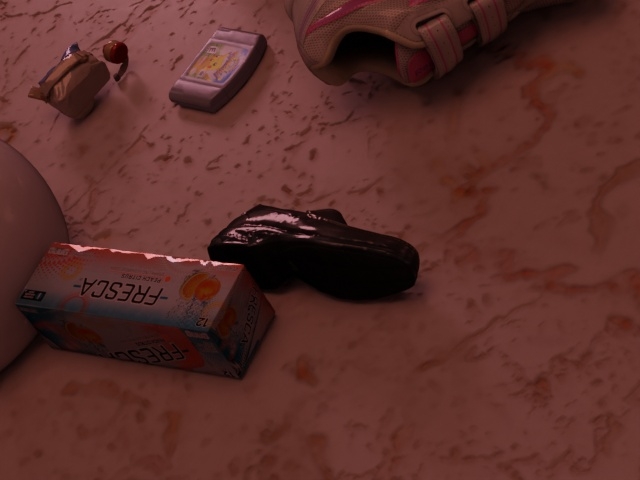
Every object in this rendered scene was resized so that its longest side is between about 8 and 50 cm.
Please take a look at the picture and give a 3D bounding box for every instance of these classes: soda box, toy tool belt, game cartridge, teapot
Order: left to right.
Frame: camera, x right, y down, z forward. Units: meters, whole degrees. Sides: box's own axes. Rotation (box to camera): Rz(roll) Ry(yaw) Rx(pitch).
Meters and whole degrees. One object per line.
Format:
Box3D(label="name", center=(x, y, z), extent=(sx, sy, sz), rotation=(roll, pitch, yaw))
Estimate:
Box3D(label="teapot", center=(-0.329, -0.003, 1.374), extent=(0.252, 0.187, 0.256), rotation=(-40, 44, -10))
Box3D(label="toy tool belt", center=(-0.208, -0.145, 1.538), extent=(0.051, 0.052, 0.083), rotation=(25, 65, 33))
Box3D(label="soda box", center=(-0.127, 0.049, 1.306), extent=(0.183, 0.058, 0.063), rotation=(6, 54, 34))
Box3D(label="game cartridge", center=(-0.082, -0.142, 1.491), extent=(0.056, 0.017, 0.083), rotation=(16, 60, 34))

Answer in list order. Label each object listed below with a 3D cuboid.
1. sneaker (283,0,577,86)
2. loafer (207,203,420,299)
Box3D(label="sneaker", center=(0.092, -0.172, 1.369), extent=(0.252, 0.103, 0.111), rotation=(-11, 62, 16))
Box3D(label="loafer", center=(0.000, 0.000, 1.281), extent=(0.170, 0.062, 0.061), rotation=(8, 50, 33))
